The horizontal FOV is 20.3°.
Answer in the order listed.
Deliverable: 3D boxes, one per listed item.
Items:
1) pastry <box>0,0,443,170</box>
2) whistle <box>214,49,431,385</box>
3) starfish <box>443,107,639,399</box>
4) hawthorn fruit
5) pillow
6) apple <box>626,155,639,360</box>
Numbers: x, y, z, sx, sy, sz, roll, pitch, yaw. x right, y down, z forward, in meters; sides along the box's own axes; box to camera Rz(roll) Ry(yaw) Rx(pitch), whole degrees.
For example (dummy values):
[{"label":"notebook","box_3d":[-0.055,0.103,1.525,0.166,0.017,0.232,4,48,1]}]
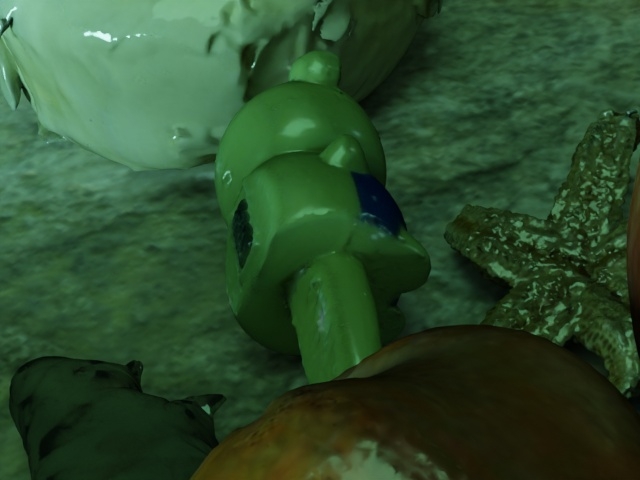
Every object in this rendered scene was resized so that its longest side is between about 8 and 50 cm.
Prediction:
[{"label":"pastry","box_3d":[-0.063,-0.147,1.011,0.264,0.133,0.265,-5,42,5]},{"label":"whistle","box_3d":[0.000,0.000,0.838,0.085,0.105,0.227,11,35,-20]},{"label":"starfish","box_3d":[0.112,0.012,0.826,0.209,0.053,0.150,-36,39,-25]},{"label":"hawthorn fruit","box_3d":[0.064,0.144,0.582,0.251,0.199,0.199,35,56,27]},{"label":"pillow","box_3d":[-0.069,0.116,0.743,0.093,0.051,0.241,-22,38,-4]},{"label":"apple","box_3d":[0.266,-0.011,0.615,0.344,0.269,0.345,5,30,-3]}]
